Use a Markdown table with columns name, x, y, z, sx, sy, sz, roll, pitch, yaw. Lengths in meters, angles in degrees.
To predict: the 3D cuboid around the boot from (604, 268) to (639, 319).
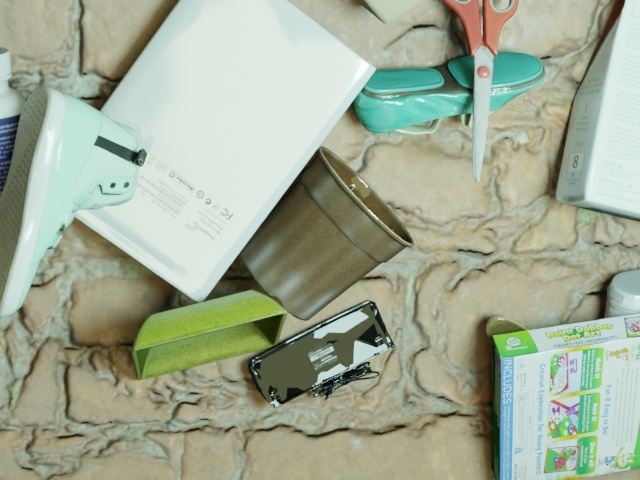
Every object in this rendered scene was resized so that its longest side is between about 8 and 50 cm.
| name | x | y | z | sx | sy | sz | roll | pitch | yaw |
| --- | --- | --- | --- | --- | --- | --- | --- | --- | --- |
| boot | 0.517 | 0.100 | 1.679 | 0.258 | 0.095 | 0.123 | -5 | 122 | -11 |

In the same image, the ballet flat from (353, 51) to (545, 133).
| name | x | y | z | sx | sy | sz | roll | pitch | yaw |
| --- | --- | --- | --- | --- | --- | --- | --- | --- | --- |
| ballet flat | 0.159 | -0.180 | 1.495 | 0.247 | 0.083 | 0.087 | -9 | 134 | -12 |

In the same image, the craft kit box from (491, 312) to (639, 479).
| name | x | y | z | sx | sy | sz | roll | pitch | yaw |
| --- | --- | --- | --- | --- | --- | --- | --- | --- | --- |
| craft kit box | 0.360 | 0.223 | 1.640 | 0.246 | 0.061 | 0.250 | -6 | 124 | -3 |

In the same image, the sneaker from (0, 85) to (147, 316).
| name | x | y | z | sx | sy | sz | roll | pitch | yaw |
| --- | --- | --- | --- | --- | --- | --- | --- | --- | --- |
| sneaker | -0.279 | -0.027 | 1.324 | 0.151 | 0.094 | 0.256 | 19 | 86 | -41 |

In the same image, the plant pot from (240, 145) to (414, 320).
| name | x | y | z | sx | sy | sz | roll | pitch | yaw |
| --- | --- | --- | --- | --- | --- | --- | --- | --- | --- |
| plant pot | 0.000 | 0.000 | 1.467 | 0.165 | 0.167 | 0.167 | -44 | 113 | 11 |

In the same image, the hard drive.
| name | x | y | z | sx | sy | sz | roll | pitch | yaw |
| --- | --- | --- | --- | --- | --- | --- | --- | --- | --- |
| hard drive | -0.132 | -0.133 | 1.418 | 0.233 | 0.047 | 0.353 | 36 | 97 | -10 |

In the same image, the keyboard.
| name | x | y | z | sx | sy | sz | roll | pitch | yaw |
| --- | --- | --- | --- | --- | --- | --- | --- | --- | --- |
| keyboard | 0.003 | 0.160 | 1.585 | 0.192 | 0.038 | 0.100 | -25 | 99 | -11 |

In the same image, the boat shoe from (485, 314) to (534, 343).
| name | x | y | z | sx | sy | sz | roll | pitch | yaw |
| --- | --- | --- | --- | --- | --- | --- | --- | --- | --- |
| boat shoe | 0.274 | 0.139 | 1.639 | 0.135 | 0.045 | 0.050 | 36 | 104 | -26 |

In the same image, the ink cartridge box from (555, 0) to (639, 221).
| name | x | y | z | sx | sy | sz | roll | pitch | yaw |
| --- | --- | --- | --- | --- | --- | --- | --- | --- | --- |
| ink cartridge box | 0.497 | -0.206 | 1.585 | 0.308 | 0.091 | 0.385 | 12 | 88 | -18 |

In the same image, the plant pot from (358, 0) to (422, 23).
| name | x | y | z | sx | sy | sz | roll | pitch | yaw |
| --- | --- | --- | --- | --- | --- | --- | --- | --- | --- |
| plant pot | 0.075 | -0.323 | 1.407 | 0.109 | 0.109 | 0.096 | -33 | 126 | -3 |

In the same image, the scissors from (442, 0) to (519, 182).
| name | x | y | z | sx | sy | sz | roll | pitch | yaw |
| --- | --- | --- | --- | --- | --- | --- | --- | --- | --- |
| scissors | 0.207 | -0.221 | 1.446 | 0.108 | 0.021 | 0.297 | -9 | 81 | -10 |

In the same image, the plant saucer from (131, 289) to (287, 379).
| name | x | y | z | sx | sy | sz | roll | pitch | yaw |
| --- | --- | --- | --- | --- | --- | --- | --- | --- | --- |
| plant saucer | -0.142 | 0.112 | 1.470 | 0.188 | 0.188 | 0.045 | -13 | 75 | -10 |

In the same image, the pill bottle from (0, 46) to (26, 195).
| name | x | y | z | sx | sy | sz | roll | pitch | yaw |
| --- | --- | --- | --- | --- | --- | --- | --- | --- | --- |
| pill bottle | -0.385 | -0.120 | 1.341 | 0.112 | 0.112 | 0.187 | -4 | 109 | -14 |
